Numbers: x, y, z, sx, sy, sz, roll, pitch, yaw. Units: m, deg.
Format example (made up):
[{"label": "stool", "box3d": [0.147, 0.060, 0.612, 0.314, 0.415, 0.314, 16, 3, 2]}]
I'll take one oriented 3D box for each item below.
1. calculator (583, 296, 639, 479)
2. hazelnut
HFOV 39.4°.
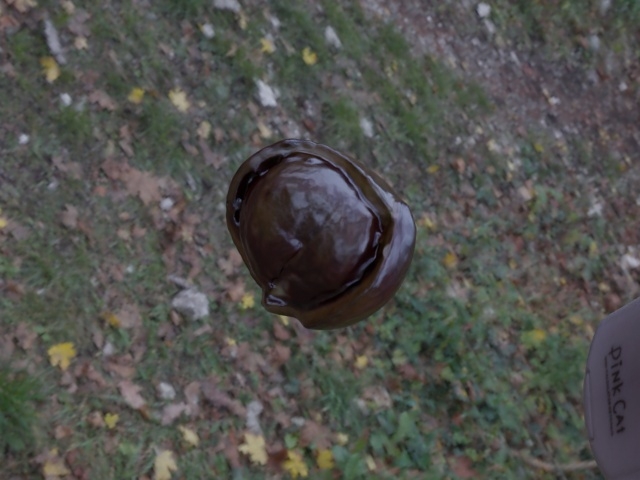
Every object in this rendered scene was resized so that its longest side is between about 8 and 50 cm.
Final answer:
[{"label": "calculator", "box3d": [0.180, 0.059, 0.415, 0.032, 0.175, 0.100, 12, 61, -14]}, {"label": "hazelnut", "box3d": [0.003, -0.007, 0.900, 0.161, 0.170, 0.202, -1, 22, -35]}]
